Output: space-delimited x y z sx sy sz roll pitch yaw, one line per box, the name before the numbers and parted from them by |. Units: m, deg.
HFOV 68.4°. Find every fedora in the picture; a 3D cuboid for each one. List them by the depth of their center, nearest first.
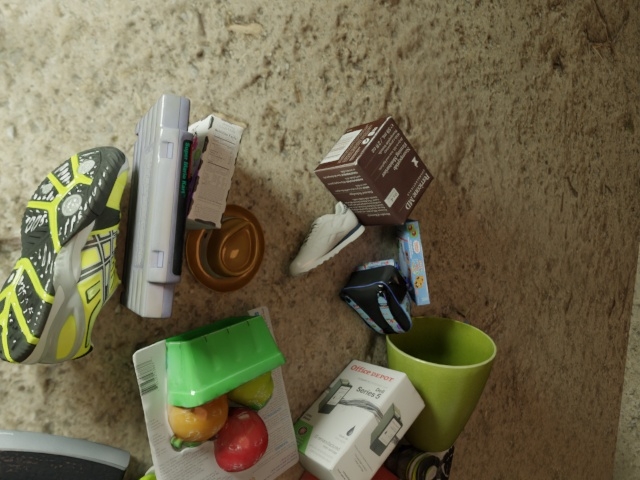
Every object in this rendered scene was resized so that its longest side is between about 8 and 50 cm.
fedora | -0.183 0.015 0.988 0.195 0.079 0.194 1 88 -36

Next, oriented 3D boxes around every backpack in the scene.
backpack | 0.159 0.150 1.182 0.173 0.158 0.117 54 46 -20

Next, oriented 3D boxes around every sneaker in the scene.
sneaker | -0.418 0.020 0.811 0.147 0.145 0.384 44 59 -61
sneaker | 0.000 0.000 1.127 0.235 0.090 0.094 -39 99 -33
sneaker | 0.282 0.604 1.299 0.300 0.121 0.111 30 73 -52

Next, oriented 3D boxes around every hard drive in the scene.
hard drive | -0.469 0.423 0.795 0.255 0.054 0.171 28 74 -32

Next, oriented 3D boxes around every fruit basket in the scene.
fruit basket | -0.188 0.334 0.911 0.327 0.166 0.352 -14 98 -51

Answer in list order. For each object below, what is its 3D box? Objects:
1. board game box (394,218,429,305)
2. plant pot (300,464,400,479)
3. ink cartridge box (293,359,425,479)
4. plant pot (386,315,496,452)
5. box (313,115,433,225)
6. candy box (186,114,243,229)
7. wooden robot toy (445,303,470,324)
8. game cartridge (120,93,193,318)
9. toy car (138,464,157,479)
board game box | 0.238 0.050 1.244 0.039 0.160 0.211 -8 96 -1
plant pot | 0.106 0.645 1.087 0.275 0.243 0.274 1 89 -35
ink cartridge box | 0.078 0.423 1.096 0.273 0.198 0.114 -42 111 -29
plant pot | 0.298 0.390 1.238 0.275 0.275 0.293 -8 109 -35
box | 0.131 -0.163 1.159 0.203 0.167 0.168 47 64 -26
candy box | -0.233 -0.123 0.901 0.070 0.165 0.196 17 79 -36
wooden robot toy | 0.396 0.279 1.422 0.173 0.076 0.079 -65 157 -17
game cartridge | -0.288 -0.052 0.822 0.068 0.230 0.354 6 86 -36
toy car | -0.308 0.522 0.872 0.136 0.159 0.181 -26 108 5
